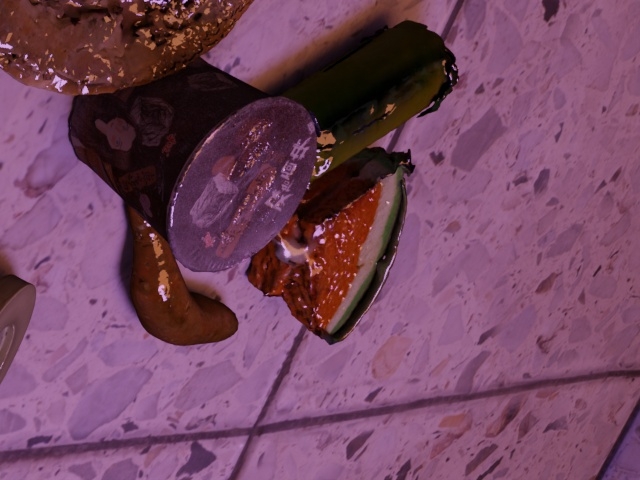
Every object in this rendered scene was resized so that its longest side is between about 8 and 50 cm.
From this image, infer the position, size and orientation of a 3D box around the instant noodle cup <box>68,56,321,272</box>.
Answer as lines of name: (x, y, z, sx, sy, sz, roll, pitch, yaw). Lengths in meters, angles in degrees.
instant noodle cup: (-0.147, -0.105, 1.873, 0.217, 0.207, 0.217, -33, 141, -31)

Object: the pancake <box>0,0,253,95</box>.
pancake: (-0.196, -0.316, 1.694, 0.387, 0.082, 0.387, -22, 132, -27)

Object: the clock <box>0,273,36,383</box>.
clock: (-0.382, 0.144, 1.874, 0.235, 0.029, 0.235, -62, 177, -6)

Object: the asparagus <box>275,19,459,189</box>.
asparagus: (0.003, -0.147, 2.115, 0.382, 0.128, 0.108, -33, -175, -27)

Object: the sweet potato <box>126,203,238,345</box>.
sweet potato: (-0.187, 0.063, 2.113, 0.346, 0.079, 0.108, 63, 39, -54)

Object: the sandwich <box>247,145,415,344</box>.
sandwich: (0.006, 0.006, 2.285, 0.212, 0.109, 0.292, -22, 134, -32)
